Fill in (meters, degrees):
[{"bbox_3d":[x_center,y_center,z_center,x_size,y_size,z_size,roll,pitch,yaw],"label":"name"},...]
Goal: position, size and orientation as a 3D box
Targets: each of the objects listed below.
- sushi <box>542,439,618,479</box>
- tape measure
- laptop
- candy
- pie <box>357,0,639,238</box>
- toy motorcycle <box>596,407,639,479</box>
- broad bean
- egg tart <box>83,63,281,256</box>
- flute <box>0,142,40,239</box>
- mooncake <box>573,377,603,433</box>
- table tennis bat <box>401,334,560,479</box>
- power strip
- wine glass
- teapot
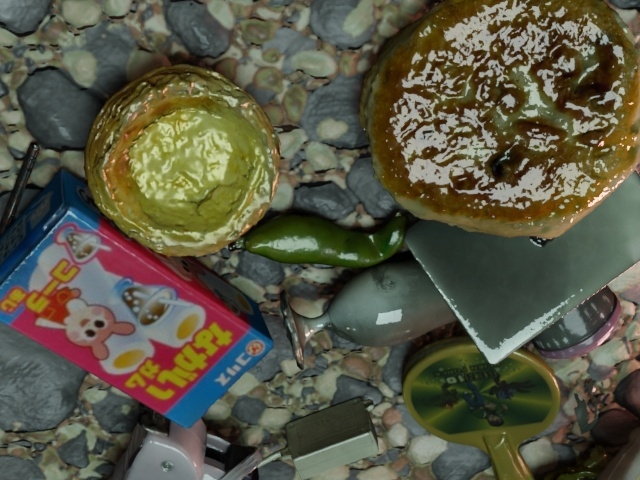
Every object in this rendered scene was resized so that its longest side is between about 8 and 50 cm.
[{"bbox_3d":[0.432,0.367,1.612,0.291,0.131,0.139,6,120,-3],"label":"sushi"},{"bbox_3d":[-0.173,0.317,1.461,0.197,0.120,0.236,21,123,-14],"label":"tape measure"},{"bbox_3d":[0.251,-0.007,1.339,0.269,0.015,0.187,-35,94,-2],"label":"laptop"},{"bbox_3d":[-0.215,0.073,1.307,0.306,0.100,0.157,37,105,-29],"label":"candy"},{"bbox_3d":[0.202,-0.139,1.243,0.315,0.092,0.315,0,109,0],"label":"pie"},{"bbox_3d":[0.448,0.325,1.507,0.223,0.108,0.340,10,90,-15],"label":"toy motorcycle"},{"bbox_3d":[0.000,0.000,1.342,0.214,0.048,0.070,-5,115,-13],"label":"broad bean"},{"bbox_3d":[-0.145,-0.088,1.230,0.213,0.090,0.212,-5,118,-10],"label":"egg tart"},{"bbox_3d":[-0.358,0.005,1.293,0.014,0.014,0.269,18,116,-21],"label":"flute"},{"bbox_3d":[0.496,0.227,1.589,0.347,0.057,0.150,-13,100,-13],"label":"mooncake"},{"bbox_3d":[0.221,0.231,1.512,0.198,0.050,0.321,-9,131,19],"label":"table tennis bat"},{"bbox_3d":[-0.007,0.259,1.486,0.175,0.075,0.042,-20,122,3],"label":"power strip"},{"bbox_3d":[0.064,0.078,1.372,0.222,0.103,0.103,-16,123,-7],"label":"wine glass"},{"bbox_3d":[0.274,0.062,1.420,0.116,0.148,0.146,-46,111,-25],"label":"teapot"}]
